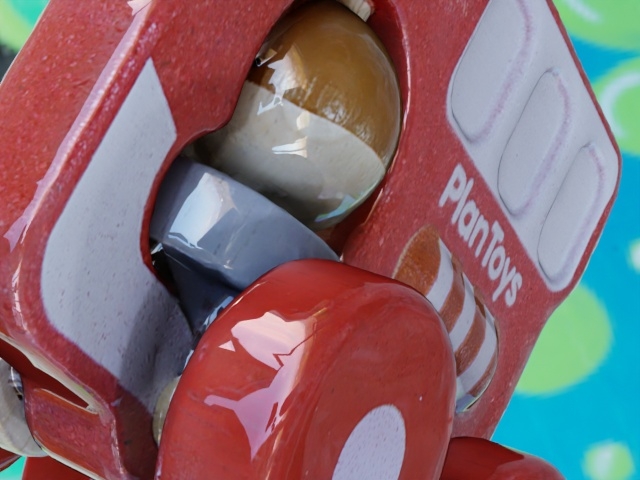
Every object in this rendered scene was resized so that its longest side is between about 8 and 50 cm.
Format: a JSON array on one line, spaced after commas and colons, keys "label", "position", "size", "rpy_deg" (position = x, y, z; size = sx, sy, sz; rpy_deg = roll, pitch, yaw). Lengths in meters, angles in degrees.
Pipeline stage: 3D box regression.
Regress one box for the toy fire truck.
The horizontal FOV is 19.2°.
[{"label": "toy fire truck", "position": [0.000, 0.000, 0.599], "size": [0.169, 0.254, 0.302], "rpy_deg": [15, 159, 31]}]
